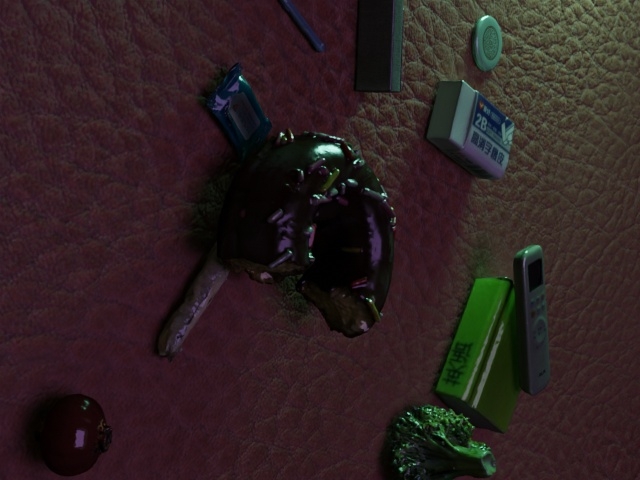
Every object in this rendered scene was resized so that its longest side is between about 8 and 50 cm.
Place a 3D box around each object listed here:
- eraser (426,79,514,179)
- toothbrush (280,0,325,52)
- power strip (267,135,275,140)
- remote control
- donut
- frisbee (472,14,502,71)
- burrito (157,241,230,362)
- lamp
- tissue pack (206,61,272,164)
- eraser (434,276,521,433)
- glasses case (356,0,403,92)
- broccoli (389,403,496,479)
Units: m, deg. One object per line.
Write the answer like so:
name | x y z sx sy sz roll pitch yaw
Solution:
eraser | 0.288 -0.208 1.933 0.210 0.068 0.124 28 74 -49
toothbrush | -0.049 -0.360 1.524 0.219 0.019 0.016 49 43 -43
power strip | -0.033 -0.102 1.575 0.178 0.028 0.049 51 57 -41
remote control | 0.424 0.160 2.032 0.090 0.038 0.310 -22 113 -45
donut | 0.004 -0.023 1.498 0.345 0.136 0.259 40 61 -48
frisbee | 0.331 -0.390 2.003 0.110 0.014 0.110 -9 102 -51
burrito | -0.175 0.084 1.416 0.185 0.041 0.045 -60 178 -28
lamp | -0.301 0.237 1.237 0.101 0.090 0.101 -170 -90 -90
tissue pack | -0.117 -0.183 1.461 0.085 0.028 0.138 -56 139 -26
eraser | 0.346 0.228 2.052 0.210 0.092 0.274 42 64 -45
glasses case | 0.101 -0.348 1.675 0.047 0.071 0.205 -4 98 -55
broccoli | 0.238 0.402 1.858 0.219 0.194 0.194 7 90 -46
